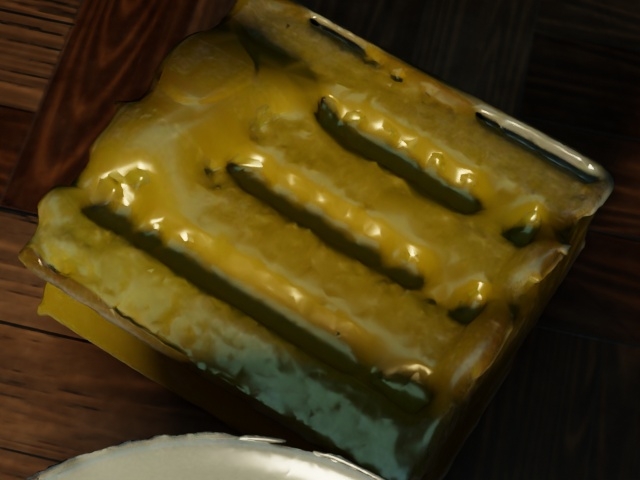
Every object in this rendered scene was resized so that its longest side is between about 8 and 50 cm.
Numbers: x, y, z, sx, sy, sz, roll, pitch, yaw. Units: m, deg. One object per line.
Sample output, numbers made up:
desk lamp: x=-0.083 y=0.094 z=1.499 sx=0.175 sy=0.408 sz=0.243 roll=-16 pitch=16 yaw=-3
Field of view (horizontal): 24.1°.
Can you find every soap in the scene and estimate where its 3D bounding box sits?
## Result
soap: x=0.000 y=0.000 z=0.935 sx=0.281 sy=0.143 sz=0.259 roll=31 pitch=66 yaw=16

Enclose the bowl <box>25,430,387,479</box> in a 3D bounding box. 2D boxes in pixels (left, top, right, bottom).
bowl: x=-0.057 y=0.283 z=0.747 sx=0.345 sy=0.157 sz=0.345 roll=1 pitch=57 yaw=-2
